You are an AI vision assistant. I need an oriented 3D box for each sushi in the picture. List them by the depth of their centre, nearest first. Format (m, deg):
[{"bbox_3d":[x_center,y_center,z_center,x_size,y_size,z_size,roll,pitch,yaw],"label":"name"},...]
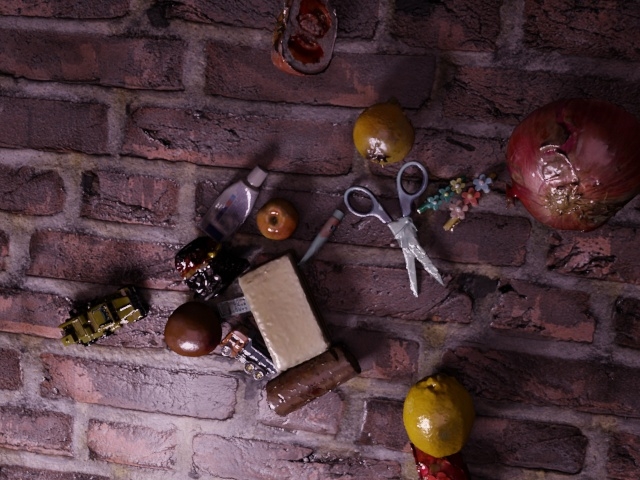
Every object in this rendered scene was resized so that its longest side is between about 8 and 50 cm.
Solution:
[{"bbox_3d":[-0.341,0.073,1.543,0.172,0.153,0.150,-18,113,46],"label":"sushi"}]

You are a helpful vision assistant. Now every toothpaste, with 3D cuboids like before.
[{"bbox_3d":[0.000,0.000,1.530,0.036,0.056,0.205,30,79,29],"label":"toothpaste"},{"bbox_3d":[-0.252,-0.109,1.570,0.282,0.068,0.099,-49,59,18],"label":"toothpaste"}]

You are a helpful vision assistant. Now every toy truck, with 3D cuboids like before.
[{"bbox_3d":[-0.208,0.341,1.600,0.192,0.083,0.092,37,99,0],"label":"toy truck"},{"bbox_3d":[-0.670,0.235,1.618,0.257,0.127,0.127,-25,92,5],"label":"toy truck"}]

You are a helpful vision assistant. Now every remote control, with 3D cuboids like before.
[{"bbox_3d":[-0.255,0.201,1.621,0.124,0.018,0.053,-14,94,7],"label":"remote control"}]

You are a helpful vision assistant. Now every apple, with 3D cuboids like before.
[{"bbox_3d":[-0.126,-0.059,1.535,0.126,0.102,0.126,1,97,7],"label":"apple"}]

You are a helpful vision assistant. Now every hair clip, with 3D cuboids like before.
[{"bbox_3d":[0.423,-0.114,1.495,0.062,0.056,0.214,43,101,33],"label":"hair clip"},{"bbox_3d":[0.353,-0.128,1.506,0.173,0.049,0.049,-37,92,6],"label":"hair clip"}]

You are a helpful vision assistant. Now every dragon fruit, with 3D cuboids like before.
[{"bbox_3d":[0.364,0.708,1.559,0.189,0.163,0.262,-26,93,-19],"label":"dragon fruit"}]

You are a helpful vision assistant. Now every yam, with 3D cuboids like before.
[{"bbox_3d":[-0.025,0.410,1.569,0.279,0.131,0.131,-31,92,7],"label":"yam"}]

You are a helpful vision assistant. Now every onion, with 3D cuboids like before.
[{"bbox_3d":[0.637,-0.188,1.339,0.353,0.353,0.354,1,97,6],"label":"onion"}]

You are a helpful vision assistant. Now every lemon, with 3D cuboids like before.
[{"bbox_3d":[0.337,0.496,1.500,0.204,0.204,0.260,0,108,6],"label":"lemon"}]

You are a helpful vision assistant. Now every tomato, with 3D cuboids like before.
[{"bbox_3d":[-0.062,-0.557,1.442,0.180,0.155,0.214,16,93,-31],"label":"tomato"}]

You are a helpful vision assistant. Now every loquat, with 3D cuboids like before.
[{"bbox_3d":[0.179,-0.304,1.454,0.172,0.149,0.205,18,84,5],"label":"loquat"}]

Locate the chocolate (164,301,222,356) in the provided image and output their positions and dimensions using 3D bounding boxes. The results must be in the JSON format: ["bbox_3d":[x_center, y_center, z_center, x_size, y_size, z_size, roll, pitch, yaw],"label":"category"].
[{"bbox_3d":[-0.375,0.271,1.567,0.176,0.177,0.177,1,97,6],"label":"chocolate"}]

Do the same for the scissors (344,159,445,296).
[{"bbox_3d":[0.241,-0.018,1.523,0.256,0.029,0.383,-20,99,22],"label":"scissors"}]

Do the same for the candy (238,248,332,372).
[{"bbox_3d":[-0.100,0.204,1.548,0.179,0.135,0.321,-22,94,7],"label":"candy"}]
